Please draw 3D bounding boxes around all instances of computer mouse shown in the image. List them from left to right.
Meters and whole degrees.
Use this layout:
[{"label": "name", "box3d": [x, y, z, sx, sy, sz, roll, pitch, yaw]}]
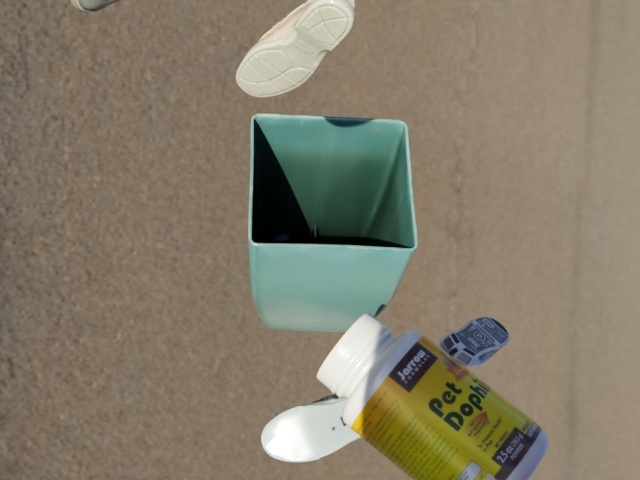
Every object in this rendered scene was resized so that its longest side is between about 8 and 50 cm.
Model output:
[{"label": "computer mouse", "box3d": [0.226, 0.177, 1.589, 0.193, 0.106, 0.042, -18, 141, -38]}]

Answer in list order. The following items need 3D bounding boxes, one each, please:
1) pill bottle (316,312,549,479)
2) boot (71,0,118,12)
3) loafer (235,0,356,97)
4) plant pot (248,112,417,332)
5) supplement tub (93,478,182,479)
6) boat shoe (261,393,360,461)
[{"label": "pill bottle", "box3d": [0.104, 0.168, 0.973, 0.117, 0.215, 0.117, -49, 168, -14]}, {"label": "boot", "box3d": [-0.192, -0.340, 1.290, 0.189, 0.209, 0.076, -45, 140, -34]}, {"label": "loafer", "box3d": [-0.015, -0.149, 0.744, 0.045, 0.125, 0.039, 36, 50, -22]}, {"label": "plant pot", "box3d": [0.000, 0.000, 1.111, 0.234, 0.166, 0.165, 100, -10, -57]}, {"label": "supplement tub", "box3d": [-0.009, 0.248, 0.260, 0.241, 0.241, 0.331, 19, 79, -55]}, {"label": "boat shoe", "box3d": [0.020, 0.214, 1.195, 0.083, 0.183, 0.065, 108, -36, -82]}]
